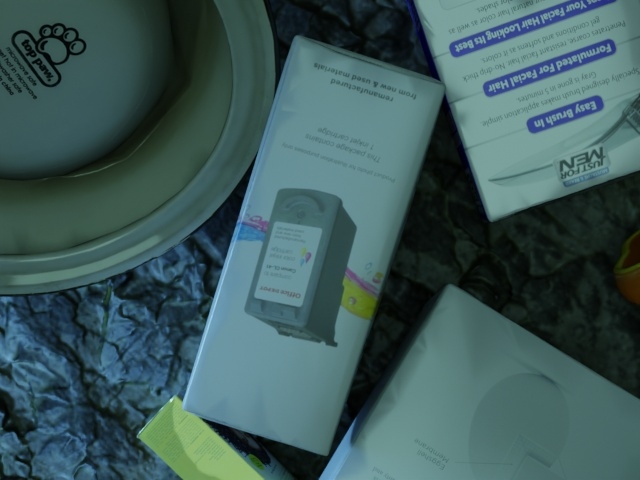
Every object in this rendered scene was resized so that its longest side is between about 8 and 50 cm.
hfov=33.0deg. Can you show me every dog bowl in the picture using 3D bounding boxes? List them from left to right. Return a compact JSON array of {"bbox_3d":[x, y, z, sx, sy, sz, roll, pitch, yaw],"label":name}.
[{"bbox_3d":[-0.247,-0.154,0.863,0.408,0.150,0.407,-8,129,-10],"label":"dog bowl"}]

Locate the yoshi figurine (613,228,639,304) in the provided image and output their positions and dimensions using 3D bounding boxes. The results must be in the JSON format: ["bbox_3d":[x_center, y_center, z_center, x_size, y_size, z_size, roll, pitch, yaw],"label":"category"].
[{"bbox_3d":[0.397,0.136,0.879,0.203,0.204,0.362,-37,98,-28],"label":"yoshi figurine"}]

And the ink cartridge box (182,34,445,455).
[{"bbox_3d":[0.000,0.000,0.925,0.131,0.226,0.306,17,95,3],"label":"ink cartridge box"}]

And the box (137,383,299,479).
[{"bbox_3d":[-0.061,0.235,1.010,0.232,0.087,0.058,44,95,1],"label":"box"}]

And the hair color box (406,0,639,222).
[{"bbox_3d":[0.179,-0.202,0.962,0.185,0.110,0.338,-19,89,4],"label":"hair color box"}]

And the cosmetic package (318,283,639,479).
[{"bbox_3d":[0.139,0.197,0.942,0.224,0.138,0.224,32,78,3],"label":"cosmetic package"}]
